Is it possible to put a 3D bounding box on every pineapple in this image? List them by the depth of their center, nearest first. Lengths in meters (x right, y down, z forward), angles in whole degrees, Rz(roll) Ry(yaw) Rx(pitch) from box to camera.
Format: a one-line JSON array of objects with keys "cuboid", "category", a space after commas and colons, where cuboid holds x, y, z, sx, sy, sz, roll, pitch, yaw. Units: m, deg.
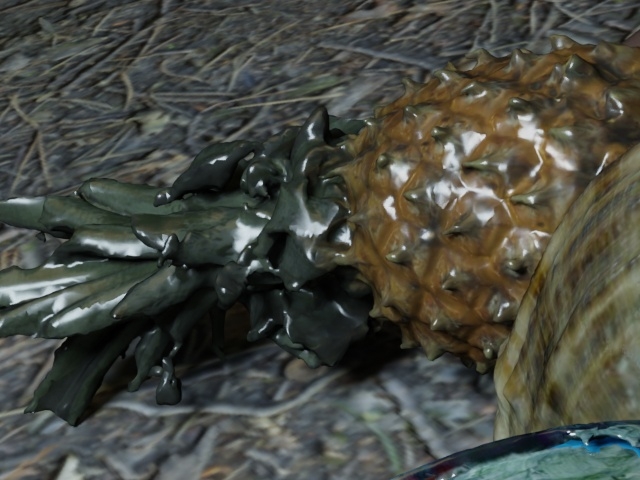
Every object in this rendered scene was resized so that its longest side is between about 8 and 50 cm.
[{"cuboid": [0.001, -0.003, 0.927, 0.364, 0.165, 0.165, -6, 28, 27], "category": "pineapple"}]

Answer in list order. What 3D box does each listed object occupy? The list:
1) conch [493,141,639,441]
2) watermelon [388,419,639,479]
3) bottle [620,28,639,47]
[{"cuboid": [0.160, 0.056, 0.662, 0.291, 0.210, 0.159, -21, -2, 22], "category": "conch"}, {"cuboid": [0.068, 0.172, 0.490, 0.322, 0.188, 0.175, -23, 25, -7], "category": "watermelon"}, {"cuboid": [0.192, -0.096, 1.102, 0.053, 0.053, 0.140, 10, 36, 43], "category": "bottle"}]
